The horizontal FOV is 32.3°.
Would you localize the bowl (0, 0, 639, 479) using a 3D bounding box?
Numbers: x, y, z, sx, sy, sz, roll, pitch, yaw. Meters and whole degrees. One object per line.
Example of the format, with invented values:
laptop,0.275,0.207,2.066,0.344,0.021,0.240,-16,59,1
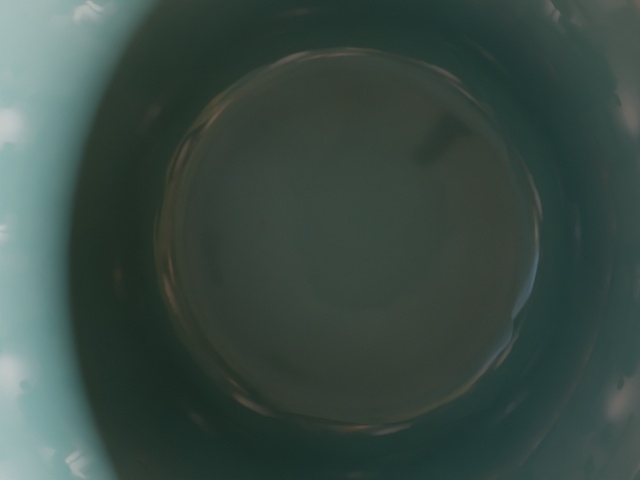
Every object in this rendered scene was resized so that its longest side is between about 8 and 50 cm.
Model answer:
bowl,0.000,0.000,0.466,0.311,0.163,0.311,0,92,12
